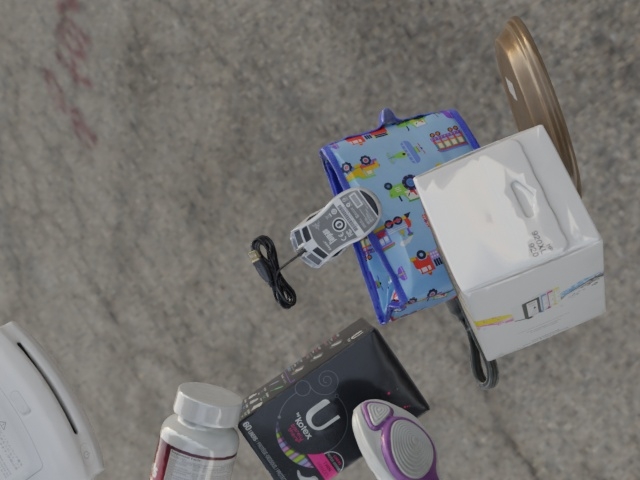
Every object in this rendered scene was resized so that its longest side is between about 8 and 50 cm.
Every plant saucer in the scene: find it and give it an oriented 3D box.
[{"bbox_3d":[0.300,-0.176,1.536,0.278,0.041,0.278,-19,-90,-83],"label":"plant saucer"}]

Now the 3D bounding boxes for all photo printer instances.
[{"bbox_3d":[-0.436,0.268,1.488,0.307,0.107,0.256,-38,82,35],"label":"photo printer"}]

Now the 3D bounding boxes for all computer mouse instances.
[{"bbox_3d":[0.000,0.000,1.494,0.106,0.193,0.042,56,178,1],"label":"computer mouse"}]

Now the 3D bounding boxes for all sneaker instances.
[{"bbox_3d":[0.128,0.375,1.589,0.305,0.114,0.152,55,137,11],"label":"sneaker"}]

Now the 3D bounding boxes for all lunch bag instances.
[{"bbox_3d":[0.143,-0.060,1.585,0.138,0.221,0.293,122,127,-70],"label":"lunch bag"}]

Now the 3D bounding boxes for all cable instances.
[{"bbox_3d":[0.310,0.149,2.199,0.139,0.072,0.287,-46,64,48],"label":"cable"}]

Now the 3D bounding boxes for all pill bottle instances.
[{"bbox_3d":[-0.190,0.333,1.651,0.121,0.121,0.221,23,102,44],"label":"pill bottle"}]

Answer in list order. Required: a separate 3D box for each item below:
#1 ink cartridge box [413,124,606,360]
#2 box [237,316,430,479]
[{"bbox_3d":[0.233,0.008,1.333,0.232,0.168,0.171,60,-172,-61],"label":"ink cartridge box"},{"bbox_3d":[0.014,0.271,1.780,0.165,0.270,0.143,55,176,-6],"label":"box"}]
